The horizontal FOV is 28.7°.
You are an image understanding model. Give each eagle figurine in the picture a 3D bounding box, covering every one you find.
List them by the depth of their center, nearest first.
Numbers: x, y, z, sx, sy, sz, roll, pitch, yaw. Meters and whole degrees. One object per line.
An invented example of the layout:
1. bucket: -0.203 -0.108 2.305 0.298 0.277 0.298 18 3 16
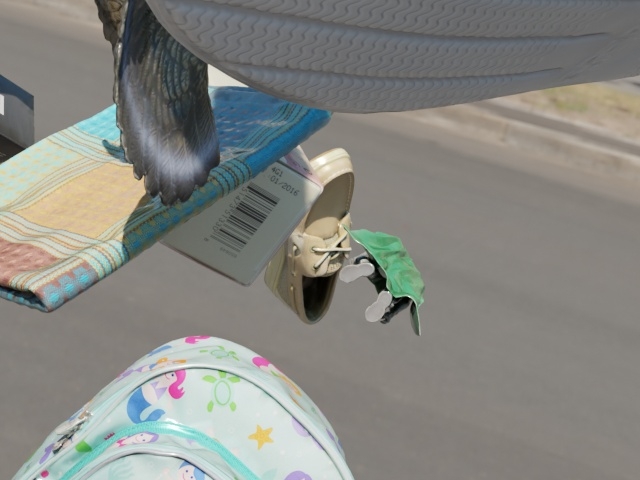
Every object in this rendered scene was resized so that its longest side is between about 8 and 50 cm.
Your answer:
1. eagle figurine: -0.099 -0.205 0.963 0.225 0.298 0.226 45 22 10

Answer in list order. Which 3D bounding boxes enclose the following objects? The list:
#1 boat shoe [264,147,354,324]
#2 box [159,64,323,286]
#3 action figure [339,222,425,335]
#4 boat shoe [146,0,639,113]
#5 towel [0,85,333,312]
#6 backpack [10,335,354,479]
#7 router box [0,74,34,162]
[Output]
1. boat shoe: 0.000 0.000 1.649 0.109 0.302 0.098 -23 61 -29
2. box: -0.111 -0.081 1.408 0.127 0.148 0.232 30 17 -28
3. action figure: 0.075 0.040 1.367 0.137 0.063 0.232 60 12 4
4. boat shoe: 0.064 -0.119 0.411 0.335 0.119 0.121 -6 -18 -47
5. towel: -0.195 -0.062 1.163 0.271 0.040 0.370 12 36 40
6. backpack: -0.101 0.202 0.903 0.225 0.253 0.191 46 -3 -7
7. router box: -0.500 -0.151 1.350 0.243 0.081 0.309 -14 -23 21
